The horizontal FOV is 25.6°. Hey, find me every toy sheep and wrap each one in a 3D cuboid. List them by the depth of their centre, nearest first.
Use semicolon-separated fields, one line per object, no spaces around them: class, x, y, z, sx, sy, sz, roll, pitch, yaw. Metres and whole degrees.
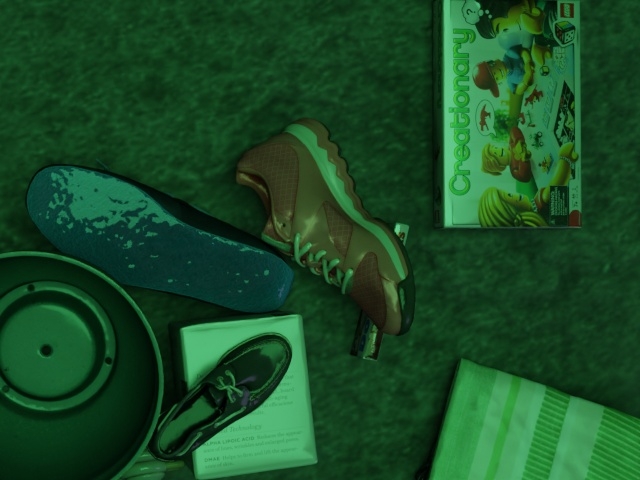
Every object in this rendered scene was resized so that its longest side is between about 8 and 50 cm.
toy sheep;-0.216;0.257;1.734;0.091;0.091;0.132;-7;73;-13

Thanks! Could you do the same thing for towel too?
towel;0.298;0.320;1.833;0.325;0.038;0.248;18;81;-6

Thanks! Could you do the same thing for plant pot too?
plant pot;-0.327;0.142;1.640;0.293;0.196;0.293;-1;98;-5

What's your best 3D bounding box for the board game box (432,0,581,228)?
board game box;0.246;-0.167;1.861;0.193;0.053;0.305;-1;90;-13

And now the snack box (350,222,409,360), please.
snack box;0.076;0.065;1.813;0.022;0.064;0.178;15;86;-14

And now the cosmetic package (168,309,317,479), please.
cosmetic package;-0.098;0.184;1.728;0.151;0.151;0.183;-6;90;-12

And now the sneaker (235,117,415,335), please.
sneaker;0.000;0.000;1.731;0.136;0.116;0.314;-23;66;-22

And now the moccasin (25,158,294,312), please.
moccasin;-0.203;0.006;1.729;0.342;0.117;0.137;27;96;-16

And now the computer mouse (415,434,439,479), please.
computer mouse;0.225;0.320;1.859;0.193;0.042;0.106;29;79;-6

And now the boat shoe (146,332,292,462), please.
boat shoe;-0.112;0.182;1.614;0.206;0.065;0.075;-38;96;-9
